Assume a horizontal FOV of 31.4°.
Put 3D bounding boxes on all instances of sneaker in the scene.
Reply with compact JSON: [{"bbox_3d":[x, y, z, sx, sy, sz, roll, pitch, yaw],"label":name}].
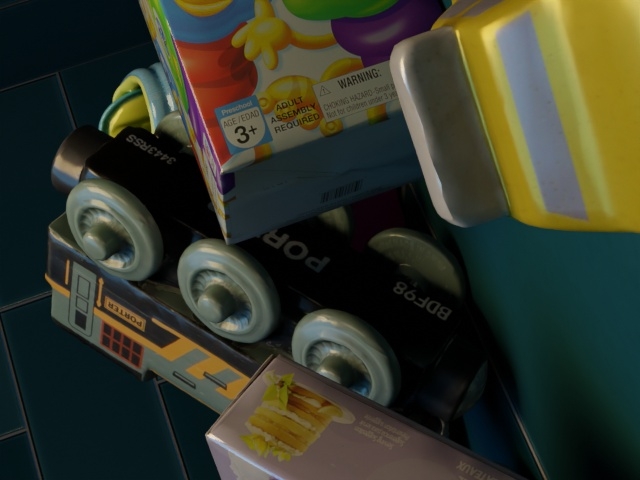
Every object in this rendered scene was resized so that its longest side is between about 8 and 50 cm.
[{"bbox_3d":[-0.112,-0.104,1.152,0.319,0.208,0.127,86,162,-67],"label":"sneaker"}]

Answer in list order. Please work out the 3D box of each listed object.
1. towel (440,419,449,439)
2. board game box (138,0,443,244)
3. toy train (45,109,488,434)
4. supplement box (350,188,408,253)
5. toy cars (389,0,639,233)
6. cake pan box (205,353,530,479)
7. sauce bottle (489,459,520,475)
[{"bbox_3d":[0.071,0.189,1.016,0.187,0.049,0.282,-126,32,-63],"label":"towel"},{"bbox_3d":[-0.036,-0.162,0.667,0.142,0.144,0.275,99,150,-74],"label":"board game box"},{"bbox_3d":[-0.047,0.046,0.790,0.334,0.142,0.190,29,136,13],"label":"toy train"},{"bbox_3d":[0.000,0.000,0.962,0.220,0.111,0.114,-136,28,-76],"label":"supplement box"},{"bbox_3d":[0.037,-0.122,0.434,0.176,0.087,0.394,80,168,-52],"label":"toy cars"},{"bbox_3d":[0.073,0.203,0.606,0.245,0.070,0.267,26,147,29],"label":"cake pan box"},{"bbox_3d":[0.117,0.295,0.841,0.344,0.111,0.111,80,169,-46],"label":"sauce bottle"}]
